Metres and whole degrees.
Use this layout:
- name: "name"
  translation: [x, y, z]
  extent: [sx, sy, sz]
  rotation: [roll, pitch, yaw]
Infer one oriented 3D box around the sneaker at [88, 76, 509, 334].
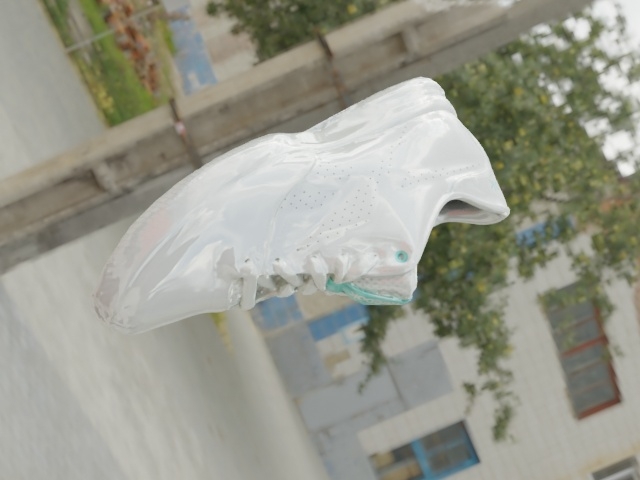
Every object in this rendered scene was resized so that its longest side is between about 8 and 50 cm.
- name: "sneaker"
  translation: [0.000, 0.000, 0.528]
  extent: [0.094, 0.212, 0.080]
  rotation: [54, -26, 15]
